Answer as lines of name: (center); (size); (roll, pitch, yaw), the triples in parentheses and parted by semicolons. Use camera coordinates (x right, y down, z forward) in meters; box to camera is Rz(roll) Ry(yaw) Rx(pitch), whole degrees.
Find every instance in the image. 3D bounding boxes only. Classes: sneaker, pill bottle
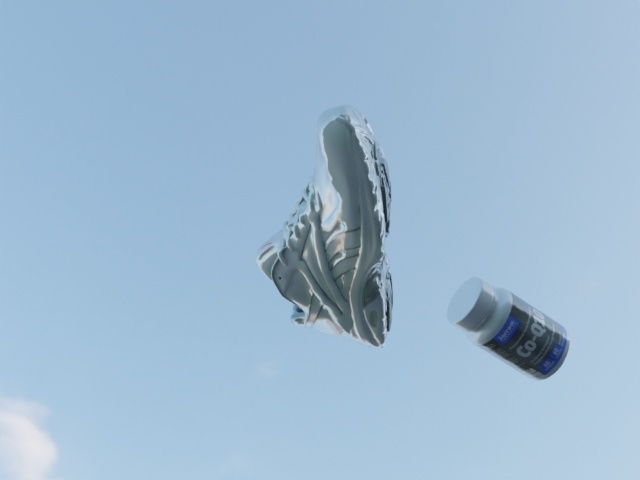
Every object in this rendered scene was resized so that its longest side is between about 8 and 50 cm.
sneaker: (0.000, 0.000, 0.583); (0.115, 0.090, 0.232); (1, -54, 8)
pill bottle: (0.226, 0.105, 0.867); (0.137, 0.078, 0.078); (31, -61, -14)
